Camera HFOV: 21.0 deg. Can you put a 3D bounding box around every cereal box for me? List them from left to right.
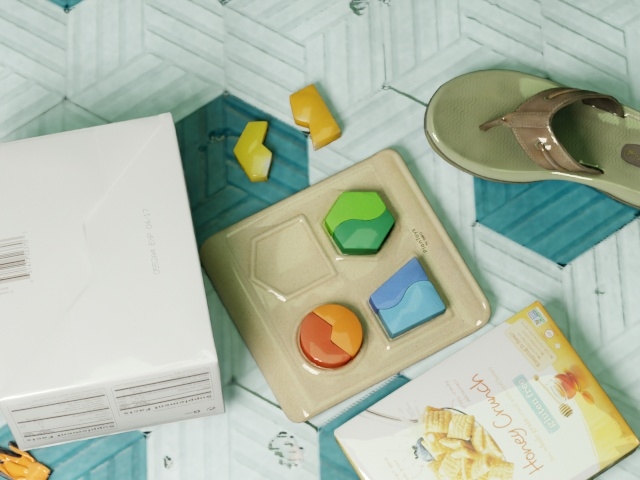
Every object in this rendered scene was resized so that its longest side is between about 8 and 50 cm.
[{"bbox_3d":[0.157,0.192,1.647,0.240,0.047,0.173,-33,74,-8],"label":"cereal box"}]

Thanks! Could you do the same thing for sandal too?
[{"bbox_3d":[0.255,-0.110,1.720,0.303,0.086,0.120,12,73,6],"label":"sandal"}]

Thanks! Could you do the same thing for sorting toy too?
[{"bbox_3d":[0.000,0.000,1.718,0.229,0.041,0.307,-28,73,-7],"label":"sorting toy"}]

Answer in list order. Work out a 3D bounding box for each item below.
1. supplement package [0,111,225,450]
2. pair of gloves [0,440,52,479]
[{"bbox_3d":[-0.214,0.040,1.640,0.204,0.145,0.261,-10,64,-4],"label":"supplement package"},{"bbox_3d":[-0.286,0.196,1.682,0.074,0.010,0.083,22,71,10],"label":"pair of gloves"}]
